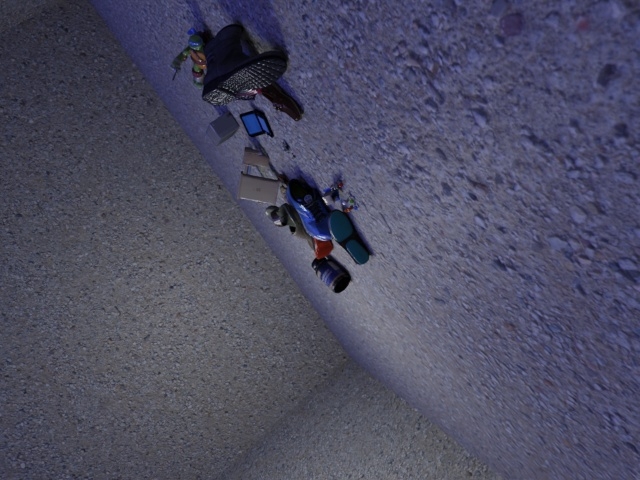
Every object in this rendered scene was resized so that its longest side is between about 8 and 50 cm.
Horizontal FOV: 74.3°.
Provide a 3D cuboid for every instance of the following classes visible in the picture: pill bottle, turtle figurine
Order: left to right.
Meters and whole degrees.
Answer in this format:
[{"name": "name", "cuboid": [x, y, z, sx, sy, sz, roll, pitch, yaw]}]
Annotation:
[{"name": "turtle figurine", "cuboid": [-0.481, -0.665, 1.692, 0.266, 0.198, 0.274, 93, 155, -83]}, {"name": "pill bottle", "cuboid": [0.052, 0.179, 2.314, 0.219, 0.123, 0.122, 41, 163, 36]}]

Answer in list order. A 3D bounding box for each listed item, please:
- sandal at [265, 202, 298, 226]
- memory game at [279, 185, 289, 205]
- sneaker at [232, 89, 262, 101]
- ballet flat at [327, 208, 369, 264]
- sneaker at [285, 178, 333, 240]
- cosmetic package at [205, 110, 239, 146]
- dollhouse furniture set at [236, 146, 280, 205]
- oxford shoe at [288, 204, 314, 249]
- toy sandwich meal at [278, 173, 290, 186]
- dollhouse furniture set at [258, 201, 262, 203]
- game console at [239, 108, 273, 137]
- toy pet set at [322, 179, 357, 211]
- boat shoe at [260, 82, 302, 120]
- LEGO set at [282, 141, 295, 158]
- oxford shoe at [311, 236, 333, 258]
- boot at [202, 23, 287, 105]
[{"name": "sandal", "cuboid": [-0.192, -0.103, 1.981, 0.303, 0.086, 0.120, 2, 125, 61]}, {"name": "memory game", "cuboid": [-0.157, -0.209, 2.229, 0.186, 0.012, 0.186, 47, 165, 16]}, {"name": "sneaker", "cuboid": [-0.286, -0.560, 1.559, 0.112, 0.120, 0.299, 25, -176, -21]}, {"name": "ballet flat", "cuboid": [0.102, -0.015, 1.736, 0.280, 0.095, 0.096, 58, 177, -23]}, {"name": "sneaker", "cuboid": [-0.045, -0.135, 1.819, 0.330, 0.130, 0.147, 48, 168, 16]}, {"name": "cosmetic package", "cuboid": [-0.513, -0.578, 2.204, 0.107, 0.127, 0.238, 56, 167, -16]}, {"name": "dollhouse furniture set", "cuboid": [-0.318, -0.363, 2.229, 0.303, 0.198, 0.286, -104, 26, -61]}, {"name": "oxford shoe", "cuboid": [-0.097, -0.059, 2.168, 0.123, 0.130, 0.348, 37, 160, 47]}, {"name": "toy sandwich meal", "cuboid": [-0.173, -0.285, 2.051, 0.085, 0.029, 0.085, 48, 166, 16]}, {"name": "dollhouse furniture set", "cuboid": [-0.359, -0.274, 2.478, 0.151, 0.123, 0.144, 29, 153, 58]}, {"name": "game console", "cuboid": [-0.267, -0.480, 1.773, 0.107, 0.071, 0.122, 40, 163, 40]}, {"name": "toy pet set", "cuboid": [0.072, -0.167, 1.554, 0.114, 0.065, 0.122, -13, 124, 36]}, {"name": "boat shoe", "cuboid": [-0.131, -0.457, 1.416, 0.178, 0.060, 0.064, 48, 166, 15]}, {"name": "LEGO set", "cuboid": [-0.135, -0.367, 1.735, 0.083, 0.023, 0.054, 50, 166, 7]}, {"name": "oxford shoe", "cuboid": [0.000, 0.000, 2.133, 0.271, 0.097, 0.098, 89, 157, -57]}, {"name": "boot", "cuboid": [-0.256, -0.582, 1.322, 0.118, 0.339, 0.222, 16, -111, -57]}]
